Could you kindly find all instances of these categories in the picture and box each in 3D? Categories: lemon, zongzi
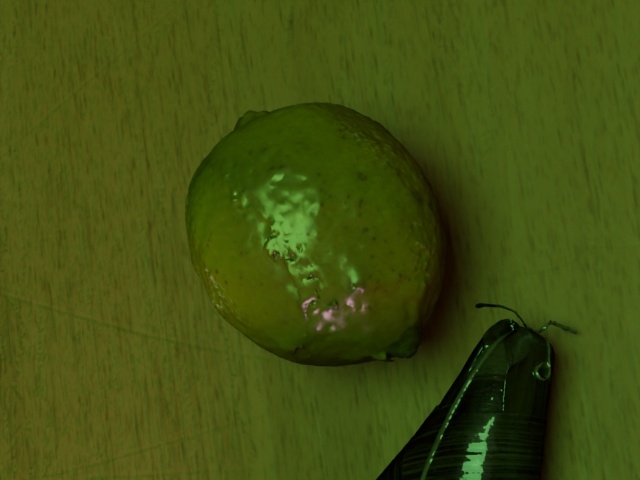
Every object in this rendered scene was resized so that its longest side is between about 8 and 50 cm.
[{"bbox_3d":[0.000,0.000,1.740,0.253,0.253,0.310,-40,72,14],"label":"lemon"},{"bbox_3d":[0.116,0.189,1.720,0.241,0.111,0.248,0,73,34],"label":"zongzi"}]
